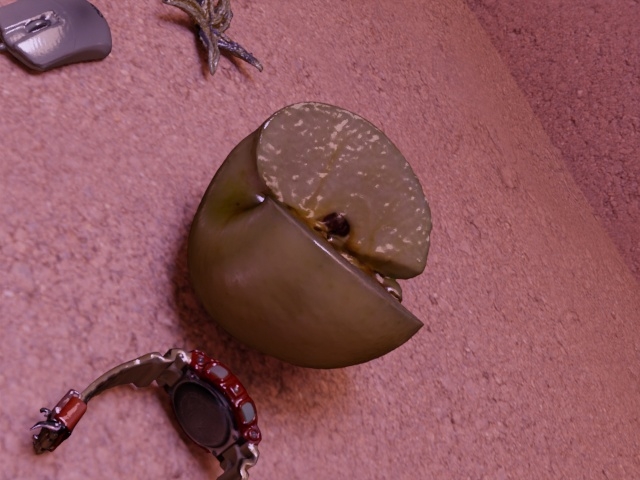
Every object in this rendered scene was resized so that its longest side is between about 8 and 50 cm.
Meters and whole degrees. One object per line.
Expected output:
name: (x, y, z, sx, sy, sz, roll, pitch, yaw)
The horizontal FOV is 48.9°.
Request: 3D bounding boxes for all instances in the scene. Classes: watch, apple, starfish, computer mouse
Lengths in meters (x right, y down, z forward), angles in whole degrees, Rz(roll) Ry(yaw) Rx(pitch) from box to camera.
watch: (-0.170, 0.196, 0.604, 0.268, 0.102, 0.165, -17, 68, -46)
apple: (-0.015, 0.013, 0.812, 0.257, 0.233, 0.295, 37, 39, -36)
starfish: (-0.174, -0.339, 1.075, 0.175, 0.053, 0.208, 18, 49, -56)
computer mouse: (-0.312, -0.255, 0.838, 0.089, 0.056, 0.181, 48, 34, -2)
